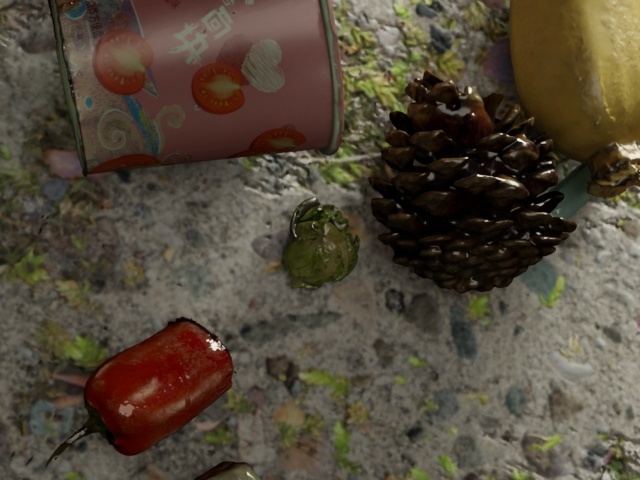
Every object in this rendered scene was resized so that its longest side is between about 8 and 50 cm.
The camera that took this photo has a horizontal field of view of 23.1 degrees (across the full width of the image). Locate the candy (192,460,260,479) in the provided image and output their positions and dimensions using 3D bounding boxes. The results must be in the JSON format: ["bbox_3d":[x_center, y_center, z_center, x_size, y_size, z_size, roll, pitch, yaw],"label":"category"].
[{"bbox_3d":[-0.064,0.366,1.391,0.179,0.135,0.320,-34,90,-16],"label":"candy"}]

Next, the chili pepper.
[{"bbox_3d":[-0.172,0.147,1.414,0.192,0.086,0.084,-35,121,-26],"label":"chili pepper"}]

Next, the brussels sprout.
[{"bbox_3d":[0.000,0.000,1.498,0.085,0.058,0.085,7,64,-14],"label":"brussels sprout"}]

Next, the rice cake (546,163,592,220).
[{"bbox_3d":[0.237,-0.028,1.576,0.180,0.030,0.042,-41,98,-16],"label":"rice cake"}]

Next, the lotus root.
[{"bbox_3d":[0.260,-0.184,1.549,0.146,0.131,0.303,-1,74,-25],"label":"lotus root"}]

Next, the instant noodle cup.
[{"bbox_3d":[-0.118,-0.174,1.403,0.231,0.243,0.243,-11,86,-10],"label":"instant noodle cup"}]

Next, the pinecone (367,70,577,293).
[{"bbox_3d":[0.142,-0.056,1.484,0.184,0.179,0.204,19,64,-30],"label":"pinecone"}]
